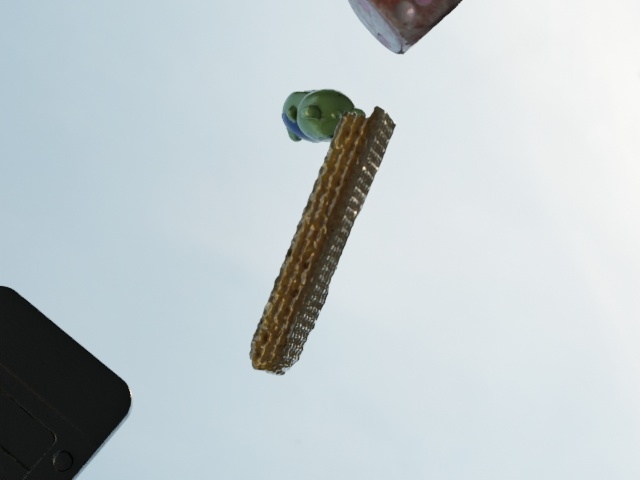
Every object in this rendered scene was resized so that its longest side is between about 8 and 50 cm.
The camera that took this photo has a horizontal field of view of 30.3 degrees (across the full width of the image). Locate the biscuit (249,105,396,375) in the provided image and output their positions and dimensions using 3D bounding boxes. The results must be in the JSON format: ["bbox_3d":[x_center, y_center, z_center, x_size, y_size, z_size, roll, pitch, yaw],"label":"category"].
[{"bbox_3d":[0.000,0.000,1.562,0.379,0.054,0.094,-68,-17,-4],"label":"biscuit"}]

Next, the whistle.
[{"bbox_3d":[-0.010,-0.196,1.861,0.105,0.227,0.085,1,-85,-22],"label":"whistle"}]

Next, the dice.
[{"bbox_3d":[0.088,-0.253,1.216,0.093,0.091,0.094,-43,-89,-6],"label":"dice"}]

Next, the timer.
[{"bbox_3d":[-0.243,0.142,0.860,0.144,0.055,0.187,39,-104,5],"label":"timer"}]
